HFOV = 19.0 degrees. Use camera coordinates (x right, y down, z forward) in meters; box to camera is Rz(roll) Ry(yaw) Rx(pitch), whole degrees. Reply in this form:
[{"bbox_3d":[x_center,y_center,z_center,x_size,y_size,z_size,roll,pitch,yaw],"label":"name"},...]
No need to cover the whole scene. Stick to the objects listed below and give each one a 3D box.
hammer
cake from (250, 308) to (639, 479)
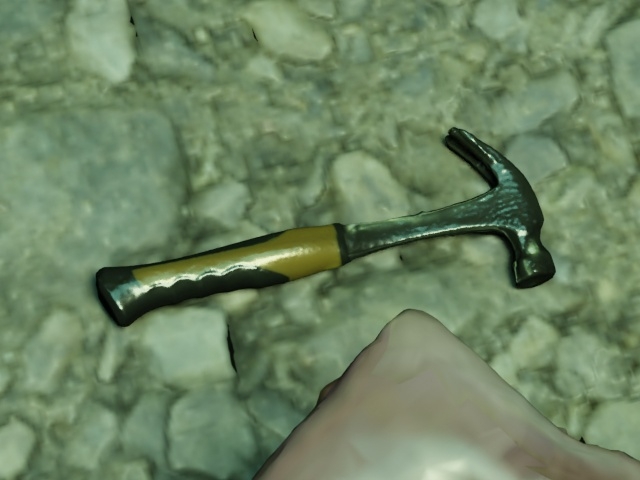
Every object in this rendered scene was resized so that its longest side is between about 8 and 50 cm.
[{"bbox_3d":[0.000,0.000,0.841,0.201,0.021,0.078,-11,71,-11],"label":"hammer"},{"bbox_3d":[0.012,0.215,0.647,0.230,0.237,0.309,38,72,9],"label":"cake"}]
